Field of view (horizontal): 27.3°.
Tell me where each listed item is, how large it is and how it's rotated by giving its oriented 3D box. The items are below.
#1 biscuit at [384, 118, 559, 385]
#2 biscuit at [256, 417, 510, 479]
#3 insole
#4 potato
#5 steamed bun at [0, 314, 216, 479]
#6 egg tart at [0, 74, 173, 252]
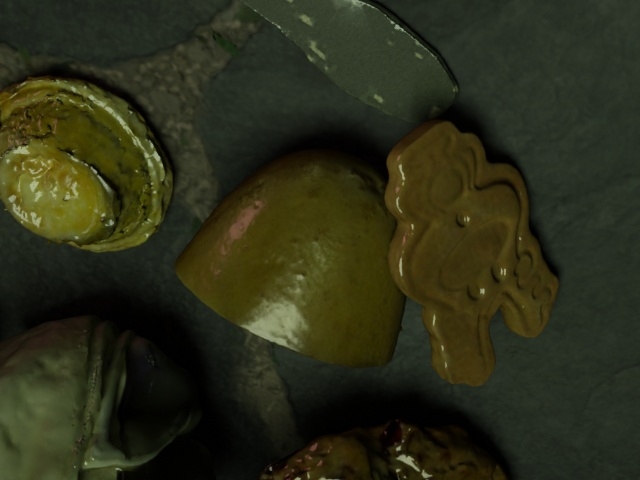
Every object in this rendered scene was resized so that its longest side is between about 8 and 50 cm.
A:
[{"bbox_3d":[0.123,0.007,1.100,0.040,0.144,0.236,18,141,49],"label":"biscuit"},{"bbox_3d":[0.036,0.309,1.297,0.334,0.081,0.289,-28,129,4],"label":"biscuit"},{"bbox_3d":[0.006,-0.179,1.066,0.248,0.011,0.081,37,126,-12],"label":"insole"},{"bbox_3d":[0.000,0.000,1.118,0.203,0.178,0.158,32,108,11],"label":"potato"},{"bbox_3d":[-0.211,0.207,1.270,0.206,0.275,0.320,-22,153,16],"label":"steamed bun"},{"bbox_3d":[-0.228,-0.058,1.187,0.191,0.074,0.191,10,127,13],"label":"egg tart"}]
